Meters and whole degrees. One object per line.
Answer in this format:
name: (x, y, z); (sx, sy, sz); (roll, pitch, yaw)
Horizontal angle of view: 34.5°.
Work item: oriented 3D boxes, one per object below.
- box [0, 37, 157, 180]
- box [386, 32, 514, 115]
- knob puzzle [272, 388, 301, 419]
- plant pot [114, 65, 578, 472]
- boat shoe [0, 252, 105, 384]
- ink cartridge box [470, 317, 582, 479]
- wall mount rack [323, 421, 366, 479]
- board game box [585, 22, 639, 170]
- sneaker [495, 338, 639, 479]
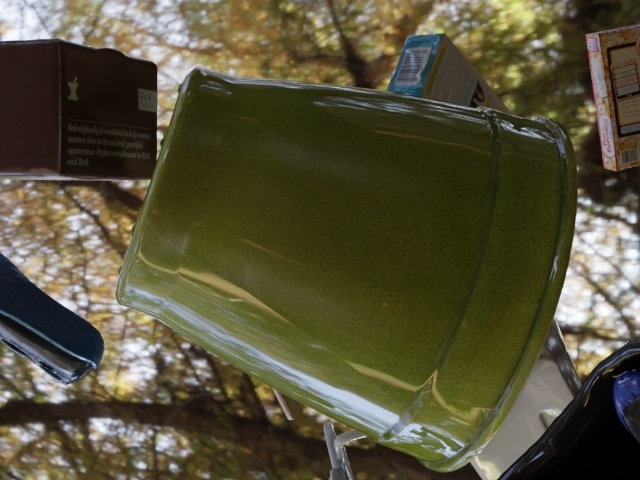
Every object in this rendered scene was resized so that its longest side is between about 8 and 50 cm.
box: (-0.384, -0.131, 1.103); (0.191, 0.381, 0.143); (-6, -85, -69)
box: (0.187, -0.171, 1.398); (0.244, 0.060, 0.100); (38, -113, -45)
knob puzzle: (-0.056, 0.137, 1.521); (0.213, 0.030, 0.213); (38, -134, -54)
plant pot: (0.000, 0.000, 1.002); (0.353, 0.366, 0.366); (18, -101, -10)
boat shoe: (-0.390, 0.093, 1.250); (0.258, 0.089, 0.109); (41, -150, -5)
ink cartridge box: (0.175, 0.097, 1.056); (0.121, 0.289, 0.211); (-26, -55, 13)
wall mount rack: (0.107, 0.390, 1.279); (0.130, 0.350, 0.304); (-16, -40, 2)
board game box: (0.460, -0.207, 1.442); (0.147, 0.045, 0.193); (-12, -78, -8)
sneaker: (0.206, 0.122, 0.454); (0.182, 0.315, 0.127); (66, -168, -53)
